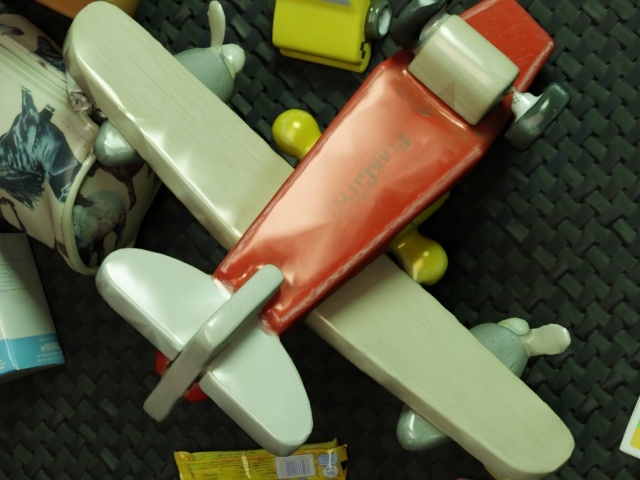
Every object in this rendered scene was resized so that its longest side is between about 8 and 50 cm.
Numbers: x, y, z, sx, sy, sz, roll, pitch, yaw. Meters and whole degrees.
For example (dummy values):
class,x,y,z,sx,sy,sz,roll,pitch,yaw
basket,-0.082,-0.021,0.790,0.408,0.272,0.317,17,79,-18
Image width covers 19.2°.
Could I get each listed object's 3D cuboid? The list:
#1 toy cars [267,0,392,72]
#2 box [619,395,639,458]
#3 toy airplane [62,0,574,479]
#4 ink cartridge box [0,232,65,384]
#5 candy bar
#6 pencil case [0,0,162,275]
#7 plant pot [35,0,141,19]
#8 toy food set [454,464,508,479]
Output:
class,x,y,z,sx,sy,sz,roll,pitch,yaw
toy cars,0.087,-0.296,1.506,0.393,0.087,0.176,-38,78,18
box,0.343,0.144,1.404,0.203,0.114,0.103,24,99,18
toy airplane,0.000,0.000,1.451,0.384,0.272,0.386,-2,78,-9
ink cartridge box,-0.302,0.056,1.667,0.092,0.090,0.143,-19,84,21
candy bar,-0.051,0.193,1.611,0.161,0.018,0.040,-8,92,21
pencil case,-0.311,-0.147,1.623,0.410,0.160,0.183,34,137,17
plant pot,-0.238,-0.331,1.548,0.291,0.291,0.203,27,85,19
toy food set,0.124,0.234,1.545,0.078,0.019,0.122,44,114,15
